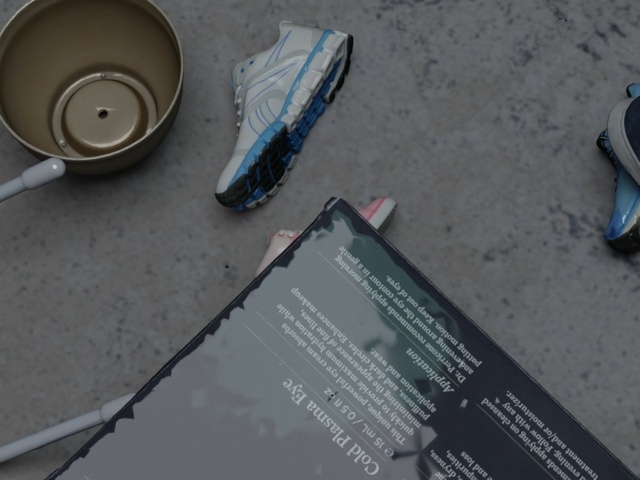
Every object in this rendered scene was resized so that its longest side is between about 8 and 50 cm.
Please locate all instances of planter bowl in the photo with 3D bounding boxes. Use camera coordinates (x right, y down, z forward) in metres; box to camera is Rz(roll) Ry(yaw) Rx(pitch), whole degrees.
[{"bbox_3d":[-0.190,-0.122,1.596,0.162,0.109,0.162,-1,69,2],"label":"planter bowl"}]

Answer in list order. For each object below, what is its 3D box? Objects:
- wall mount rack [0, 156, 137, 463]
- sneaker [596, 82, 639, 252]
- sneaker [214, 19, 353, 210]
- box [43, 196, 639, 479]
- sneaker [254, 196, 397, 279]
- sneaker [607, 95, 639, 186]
[{"bbox_3d":[-0.323,0.087,1.499,0.304,0.130,0.350,-16,80,-20],"label":"wall mount rack"},{"bbox_3d":[0.266,-0.064,1.591,0.073,0.063,0.162,10,66,26],"label":"sneaker"},{"bbox_3d":[-0.049,-0.110,1.614,0.083,0.071,0.191,24,64,17],"label":"sneaker"},{"bbox_3d":[0.019,0.208,1.400,0.343,0.179,0.312,44,73,8],"label":"box"},{"bbox_3d":[0.000,0.000,1.573,0.070,0.051,0.134,41,81,10],"label":"sneaker"},{"bbox_3d":[0.346,-0.039,1.481,0.226,0.163,0.086,45,61,-13],"label":"sneaker"}]
